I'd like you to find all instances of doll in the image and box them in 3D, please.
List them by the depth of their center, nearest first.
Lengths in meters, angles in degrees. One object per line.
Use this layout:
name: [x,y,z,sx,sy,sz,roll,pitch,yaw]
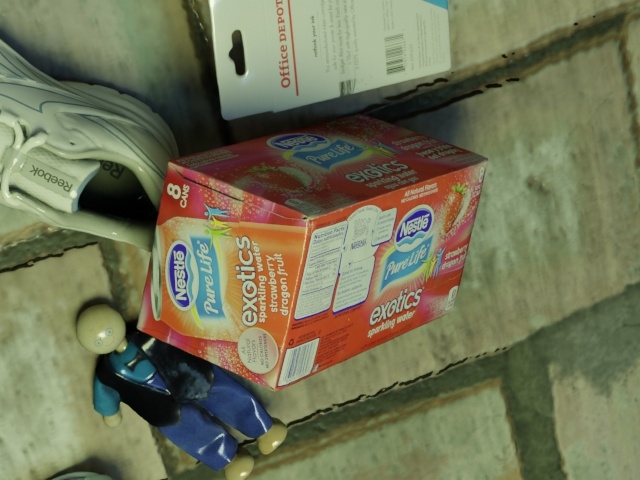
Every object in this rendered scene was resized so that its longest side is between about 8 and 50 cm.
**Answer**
doll: [-0.111,0.107,1.463,0.129,0.046,0.189,-44,117,12]

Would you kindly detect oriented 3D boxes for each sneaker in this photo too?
sneaker: [-0.212,-0.077,1.286,0.297,0.129,0.111,18,108,-28]

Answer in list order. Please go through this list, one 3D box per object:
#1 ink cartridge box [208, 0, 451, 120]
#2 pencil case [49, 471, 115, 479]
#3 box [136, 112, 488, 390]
ink cartridge box: [-0.001,-0.160,1.378,0.180,0.060,0.104,-14,119,-17]
pencil case: [-0.152,0.309,1.499,0.124,0.113,0.273,-25,121,4]
box: [0.000,0.000,1.349,0.257,0.123,0.128,-20,127,-56]
